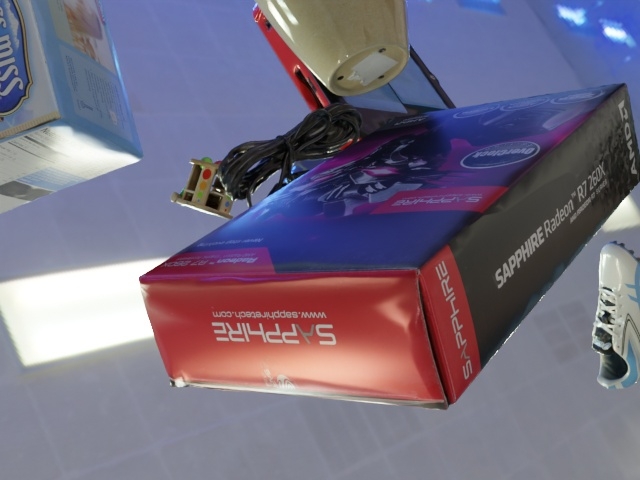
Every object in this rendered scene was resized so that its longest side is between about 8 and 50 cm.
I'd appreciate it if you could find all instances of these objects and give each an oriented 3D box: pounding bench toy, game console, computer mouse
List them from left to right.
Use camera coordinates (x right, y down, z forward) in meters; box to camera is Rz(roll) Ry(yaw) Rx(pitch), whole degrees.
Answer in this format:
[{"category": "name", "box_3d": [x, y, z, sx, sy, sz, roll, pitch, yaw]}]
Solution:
[{"category": "pounding bench toy", "box_3d": [-0.145, -0.070, 1.122, 0.052, 0.083, 0.065, 21, -94, -55]}, {"category": "computer mouse", "box_3d": [0.000, 0.000, 0.996, 0.188, 0.072, 0.272, -30, -74, -30]}, {"category": "game console", "box_3d": [0.084, -0.284, 1.539, 0.342, 0.060, 0.387, -4, -126, -40]}]

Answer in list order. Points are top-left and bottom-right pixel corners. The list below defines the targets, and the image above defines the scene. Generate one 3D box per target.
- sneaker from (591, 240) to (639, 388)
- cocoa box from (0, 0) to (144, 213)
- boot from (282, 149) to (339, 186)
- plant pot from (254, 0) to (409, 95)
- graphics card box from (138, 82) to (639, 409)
[{"category": "sneaker", "box_3d": [0.438, 0.115, 1.331, 0.086, 0.085, 0.237, -23, -65, -24]}, {"category": "cocoa box", "box_3d": [-0.394, -0.241, 1.097, 0.231, 0.227, 0.347, 26, -134, -76]}, {"category": "boot", "box_3d": [0.010, -0.107, 1.601, 0.106, 0.219, 0.082, -50, -60, -9]}, {"category": "plant pot", "box_3d": [0.026, -0.363, 1.346, 0.256, 0.256, 0.274, 2, -121, -48]}, {"category": "graphics card box", "box_3d": [0.073, -0.013, 0.685, 0.371, 0.232, 0.094, -34, -67, -47]}]
